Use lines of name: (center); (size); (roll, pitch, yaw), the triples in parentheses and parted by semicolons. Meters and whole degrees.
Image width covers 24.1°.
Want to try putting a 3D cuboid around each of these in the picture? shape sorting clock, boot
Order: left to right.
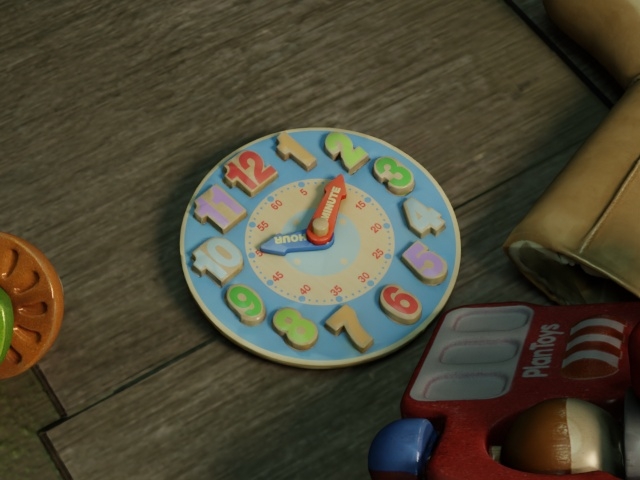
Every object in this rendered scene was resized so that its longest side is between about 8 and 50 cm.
shape sorting clock: (0.000, 0.000, 1.097); (0.206, 0.040, 0.206); (-1, 55, 1)
boot: (0.215, -0.083, 1.123); (0.236, 0.089, 0.269); (28, 61, 20)

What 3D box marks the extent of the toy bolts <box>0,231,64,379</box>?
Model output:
toy bolts: (-0.306, 0.063, 1.034); (0.228, 0.158, 0.218); (30, 101, 9)

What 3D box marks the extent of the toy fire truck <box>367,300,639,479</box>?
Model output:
toy fire truck: (0.166, 0.108, 0.896); (0.253, 0.169, 0.302); (-5, 19, 18)
